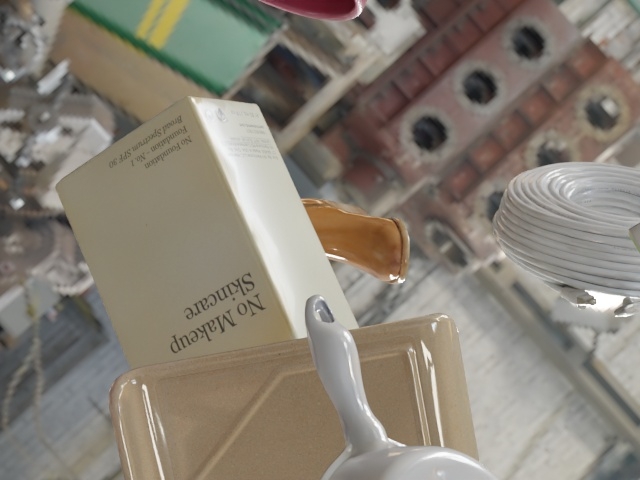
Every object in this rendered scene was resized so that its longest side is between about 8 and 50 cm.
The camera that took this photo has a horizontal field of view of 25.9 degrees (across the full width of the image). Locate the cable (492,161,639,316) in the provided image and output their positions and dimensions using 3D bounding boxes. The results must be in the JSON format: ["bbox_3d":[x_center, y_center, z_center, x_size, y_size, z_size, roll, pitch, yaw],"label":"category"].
[{"bbox_3d":[0.322,-0.015,1.570,0.257,0.257,0.089,-13,119,-37],"label":"cable"}]

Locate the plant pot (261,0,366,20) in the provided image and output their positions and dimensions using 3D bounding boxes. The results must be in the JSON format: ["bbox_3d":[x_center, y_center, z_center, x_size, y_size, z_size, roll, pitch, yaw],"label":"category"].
[{"bbox_3d":[-0.019,-0.328,1.287,0.201,0.201,0.180,152,-38,-81],"label":"plant pot"}]

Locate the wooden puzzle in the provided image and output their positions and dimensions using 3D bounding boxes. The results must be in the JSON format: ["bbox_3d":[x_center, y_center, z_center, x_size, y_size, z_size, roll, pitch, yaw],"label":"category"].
[{"bbox_3d":[-0.008,0.172,0.955,0.239,0.221,0.044,-11,-169,-4],"label":"wooden puzzle"}]

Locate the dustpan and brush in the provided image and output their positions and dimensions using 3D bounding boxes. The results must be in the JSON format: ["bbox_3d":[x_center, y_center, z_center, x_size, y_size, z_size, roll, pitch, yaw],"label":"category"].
[{"bbox_3d":[0.037,0.121,0.657,0.147,0.211,0.060,-5,166,-40],"label":"dustpan and brush"}]

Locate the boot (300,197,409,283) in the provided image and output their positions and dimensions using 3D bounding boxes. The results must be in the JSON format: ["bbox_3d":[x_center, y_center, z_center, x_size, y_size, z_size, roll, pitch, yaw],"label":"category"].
[{"bbox_3d":[0.000,0.000,1.511,0.197,0.152,0.073,-152,-113,-63],"label":"boot"}]

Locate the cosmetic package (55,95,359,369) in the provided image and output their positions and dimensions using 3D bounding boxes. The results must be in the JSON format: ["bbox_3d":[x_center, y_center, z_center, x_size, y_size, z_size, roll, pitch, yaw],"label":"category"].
[{"bbox_3d":[-0.076,0.055,1.140,0.160,0.309,0.113,-31,166,26],"label":"cosmetic package"}]

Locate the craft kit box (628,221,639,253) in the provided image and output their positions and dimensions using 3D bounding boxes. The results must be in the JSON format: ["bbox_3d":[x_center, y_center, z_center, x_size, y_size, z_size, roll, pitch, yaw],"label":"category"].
[{"bbox_3d":[0.356,0.123,1.104,0.061,0.247,0.250,-35,-134,15],"label":"craft kit box"}]
